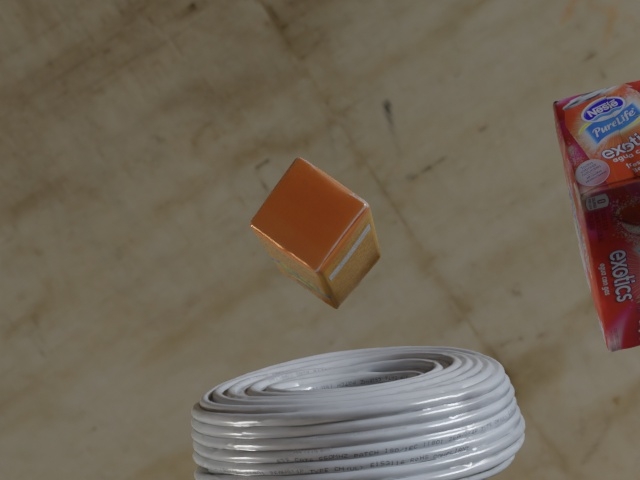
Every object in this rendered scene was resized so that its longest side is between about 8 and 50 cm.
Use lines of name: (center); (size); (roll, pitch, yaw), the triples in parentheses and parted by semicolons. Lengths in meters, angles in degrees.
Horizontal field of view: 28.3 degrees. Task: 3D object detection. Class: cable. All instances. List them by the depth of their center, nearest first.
cable: (0.029, 0.142, 0.978); (0.257, 0.089, 0.257); (-8, 2, -33)

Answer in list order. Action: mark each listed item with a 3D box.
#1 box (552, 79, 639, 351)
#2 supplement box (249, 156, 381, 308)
box: (0.312, -0.021, 1.236); (0.123, 0.257, 0.128); (-14, 48, 9)
supplement box: (0.000, 0.000, 1.157); (0.080, 0.078, 0.233); (-54, -11, -4)
